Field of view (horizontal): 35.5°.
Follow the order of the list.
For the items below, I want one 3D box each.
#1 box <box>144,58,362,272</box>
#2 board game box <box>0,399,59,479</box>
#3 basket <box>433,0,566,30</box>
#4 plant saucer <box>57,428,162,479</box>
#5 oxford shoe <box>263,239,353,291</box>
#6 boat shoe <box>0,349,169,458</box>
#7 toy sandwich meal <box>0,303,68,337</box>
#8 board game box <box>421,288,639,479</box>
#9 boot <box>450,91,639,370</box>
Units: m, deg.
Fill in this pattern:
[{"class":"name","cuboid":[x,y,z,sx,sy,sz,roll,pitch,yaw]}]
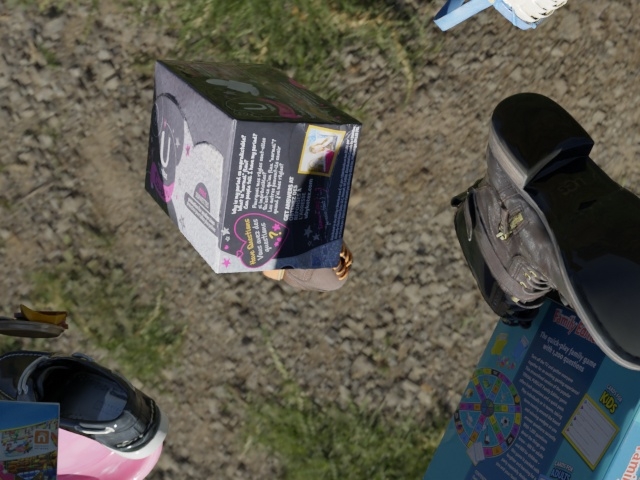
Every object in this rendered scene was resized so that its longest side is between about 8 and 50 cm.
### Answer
[{"class":"box","cuboid":[-0.083,-0.084,1.053,0.247,0.142,0.163,43,129,56]},{"class":"board game box","cuboid":[-0.376,0.307,0.956,0.224,0.303,0.097,8,153,-27]},{"class":"basket","cuboid":[0.332,-0.473,1.645,0.201,0.254,0.289,41,154,-15]},{"class":"plant saucer","cuboid":[-0.421,0.325,1.585,0.332,0.332,0.084,-62,38,36]},{"class":"oxford shoe","cuboid":[0.000,0.000,1.574,0.133,0.130,0.363,27,165,0]},{"class":"boat shoe","cuboid":[-0.332,0.191,1.297,0.303,0.114,0.091,9,150,29]},{"class":"toy sandwich meal","cuboid":[-0.302,0.083,1.042,0.086,0.086,0.029,-6,74,29]},{"class":"board game box","cuboid":[0.219,0.178,0.909,0.079,0.254,0.336,24,94,-20]},{"class":"boot","cuboid":[0.196,0.021,0.854,0.229,0.091,0.262,96,154,-62]}]
